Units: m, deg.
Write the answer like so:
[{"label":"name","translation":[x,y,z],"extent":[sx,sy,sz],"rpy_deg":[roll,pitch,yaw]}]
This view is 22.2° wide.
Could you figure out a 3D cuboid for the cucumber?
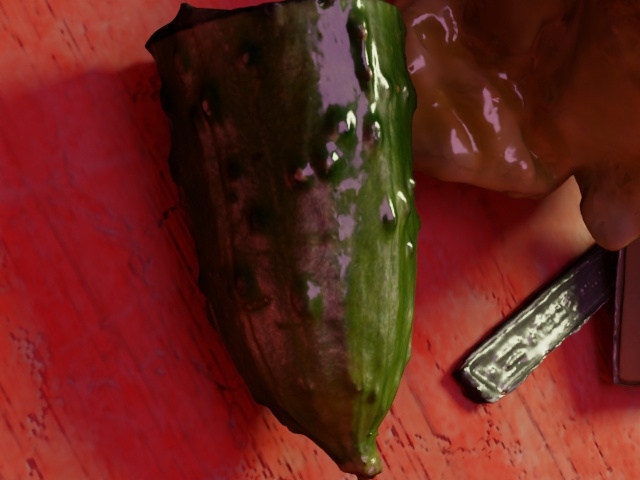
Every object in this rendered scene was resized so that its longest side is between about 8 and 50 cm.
[{"label":"cucumber","translation":[-0.003,0.001,0.814],"extent":[0.134,0.134,0.244],"rpy_deg":[-8,86,-39]}]

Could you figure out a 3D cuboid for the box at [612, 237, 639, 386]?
[{"label":"box","translation":[0.256,0.036,1.040],"extent":[0.177,0.036,0.115],"rpy_deg":[3,92,-43]}]

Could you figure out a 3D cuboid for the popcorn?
[{"label":"popcorn","translation":[0.187,-0.130,0.920],"extent":[0.237,0.293,0.293],"rpy_deg":[21,64,-53]}]

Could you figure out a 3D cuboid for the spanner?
[{"label":"spanner","translation":[0.187,0.005,1.022],"extent":[0.325,0.026,0.093],"rpy_deg":[-37,104,-38]}]
